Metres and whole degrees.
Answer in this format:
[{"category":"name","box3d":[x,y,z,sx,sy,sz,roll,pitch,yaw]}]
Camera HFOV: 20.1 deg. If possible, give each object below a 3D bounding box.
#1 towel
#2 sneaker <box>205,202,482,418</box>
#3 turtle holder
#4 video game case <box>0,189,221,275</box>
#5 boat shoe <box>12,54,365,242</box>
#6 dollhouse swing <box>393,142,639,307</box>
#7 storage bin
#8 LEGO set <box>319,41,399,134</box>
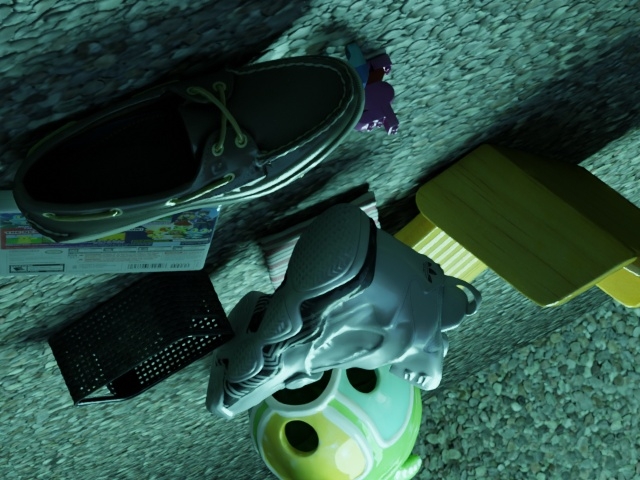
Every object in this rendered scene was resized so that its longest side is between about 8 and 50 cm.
[{"category":"towel","box3d":[0.000,0.000,2.134,0.144,0.029,0.197,-24,163,-5]},{"category":"sneaker","box3d":[0.020,0.119,2.077,0.210,0.137,0.366,25,133,-17]},{"category":"turtle holder","box3d":[-0.006,0.246,2.487,0.320,0.243,0.227,-59,149,-15]},{"category":"video game case","box3d":[-0.198,-0.008,1.649,0.201,0.023,0.183,-1,161,-10]},{"category":"boat shoe","box3d":[-0.107,-0.080,1.493,0.305,0.109,0.091,-21,171,-1]},{"category":"dollhouse swing","box3d":[0.245,0.062,2.239,0.305,0.315,0.347,-56,157,13]},{"category":"storage bin","box3d":[-0.205,0.112,2.071,0.180,0.084,0.122,-33,164,25]},{"category":"LEGO set","box3d":[-0.020,-0.098,1.602,0.227,0.093,0.087,-21,165,-13]}]
